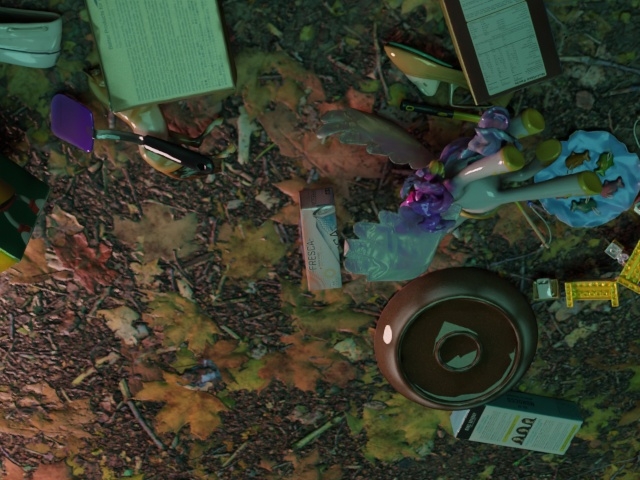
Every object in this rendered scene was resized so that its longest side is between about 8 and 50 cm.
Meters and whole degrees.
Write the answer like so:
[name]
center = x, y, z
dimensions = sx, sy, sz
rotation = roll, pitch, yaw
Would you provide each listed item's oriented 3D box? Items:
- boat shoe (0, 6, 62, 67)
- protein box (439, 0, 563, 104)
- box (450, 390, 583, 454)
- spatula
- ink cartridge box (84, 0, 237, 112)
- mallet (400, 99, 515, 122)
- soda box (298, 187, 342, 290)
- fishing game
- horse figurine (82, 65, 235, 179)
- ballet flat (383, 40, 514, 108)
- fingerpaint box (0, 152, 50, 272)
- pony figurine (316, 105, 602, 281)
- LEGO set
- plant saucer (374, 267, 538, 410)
[boat shoe]
center = -0.516, -0.323, 1.683
dimensions = 0.267, 0.096, 0.088
rotation = 10, 120, -14
[protein box]
center = 0.249, -0.348, 1.674
dimensions = 0.136, 0.200, 0.201
rotation = -19, 126, 8
[box]
center = 0.393, 0.361, 2.294
dimensions = 0.244, 0.060, 0.100
rotation = 12, 123, -14
[spatula]
center = -0.299, -0.159, 1.789
dimensions = 0.296, 0.030, 0.084
rotation = 17, 126, 12
[ink cartridge box]
center = -0.238, -0.325, 1.683
dimensions = 0.193, 0.088, 0.235
rotation = -9, 113, 2
[mallet]
center = 0.224, -0.200, 1.888
dimensions = 0.189, 0.039, 0.062
rotation = 4, 129, -3
[soda box]
center = 0.000, 0.000, 1.993
dimensions = 0.063, 0.058, 0.183
rotation = -6, 127, -1
[fishing game]
center = 0.462, -0.102, 1.960
dimensions = 0.264, 0.041, 0.189
rotation = -27, 113, 16
[horse figurine]
center = -0.246, -0.188, 1.826
dimensions = 0.174, 0.066, 0.263
rotation = -22, 124, 5
[ballet flat]
center = 0.202, -0.253, 1.809
dimensions = 0.232, 0.080, 0.073
rotation = 14, 103, -15
[fingerpaint box]
center = -0.701, -0.048, 1.747
dimensions = 0.371, 0.163, 0.444
rotation = 37, 135, -28
[pony figurine]
center = 0.202, -0.085, 1.811
dimensions = 0.351, 0.303, 0.363
rotation = 12, 154, -38
[LEGO set]
center = 0.529, 0.045, 2.078
dimensions = 0.287, 0.107, 0.132
rotation = -42, 85, 28
[plant saucer]
center = 0.257, 0.198, 2.134
dimensions = 0.310, 0.050, 0.311
rotation = 0, 114, -1
